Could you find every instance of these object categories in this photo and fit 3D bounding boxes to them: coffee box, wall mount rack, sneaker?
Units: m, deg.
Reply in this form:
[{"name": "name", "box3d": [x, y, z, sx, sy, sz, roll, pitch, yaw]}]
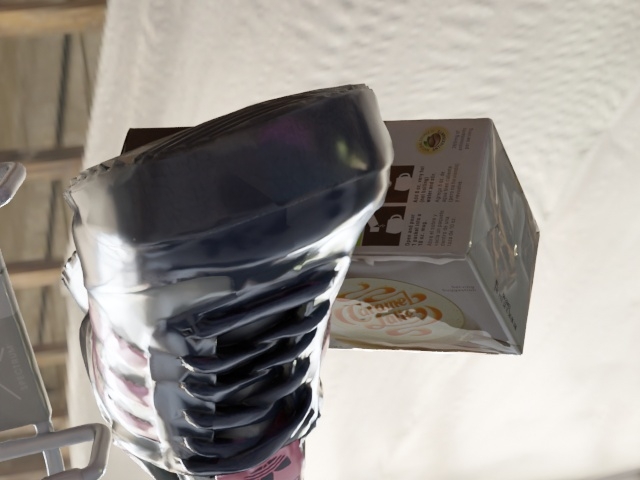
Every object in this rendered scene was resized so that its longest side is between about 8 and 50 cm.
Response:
[{"name": "coffee box", "box3d": [0.000, 0.000, 0.902, 0.246, 0.098, 0.141, 1, -29, 22]}, {"name": "wall mount rack", "box3d": [-0.315, 0.087, 0.946, 0.304, 0.350, 0.130, -14, 17, 3]}, {"name": "sneaker", "box3d": [-0.027, 0.037, 0.522, 0.112, 0.131, 0.319, -17, -7, -12]}]
